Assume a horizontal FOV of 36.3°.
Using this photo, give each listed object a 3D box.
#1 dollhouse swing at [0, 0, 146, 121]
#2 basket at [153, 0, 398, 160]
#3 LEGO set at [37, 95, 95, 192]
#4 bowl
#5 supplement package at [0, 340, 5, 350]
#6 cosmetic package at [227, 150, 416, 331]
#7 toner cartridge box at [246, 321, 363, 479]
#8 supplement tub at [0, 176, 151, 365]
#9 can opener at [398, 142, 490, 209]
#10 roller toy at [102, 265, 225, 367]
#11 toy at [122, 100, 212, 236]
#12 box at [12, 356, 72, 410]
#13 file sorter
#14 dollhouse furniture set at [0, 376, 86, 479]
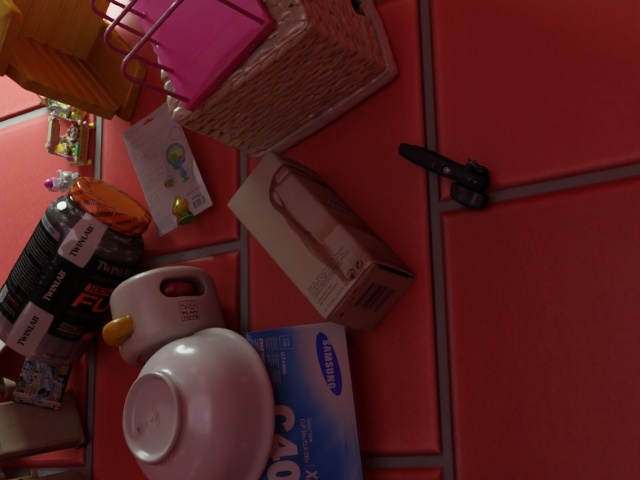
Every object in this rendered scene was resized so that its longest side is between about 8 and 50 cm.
[{"bbox_3d":[-0.486,-0.472,1.940,0.305,0.347,0.315,-52,56,15],"label":"dollhouse swing"},{"bbox_3d":[-0.102,-0.367,1.695,0.331,0.266,0.328,-31,64,28],"label":"basket"},{"bbox_3d":[-0.573,-0.252,2.102,0.132,0.107,0.287,-30,64,27],"label":"LEGO set"},{"bbox_3d":[-0.220,0.281,1.556,0.298,0.134,0.298,-10,75,42],"label":"bowl"},{"bbox_3d":[-0.760,0.219,2.053,0.149,0.194,0.203,41,110,-10],"label":"supplement package"},{"bbox_3d":[0.000,0.000,1.612,0.129,0.153,0.296,-52,57,13],"label":"cosmetic package"},{"bbox_3d":[-0.021,0.312,1.561,0.165,0.075,0.348,-8,73,1],"label":"toner cartridge box"},{"bbox_3d":[-0.484,0.058,1.909,0.207,0.207,0.338,41,105,34],"label":"supplement tub"},{"bbox_3d":[0.195,-0.115,1.553,0.186,0.059,0.073,34,101,35],"label":"can opener"},{"bbox_3d":[-0.272,0.144,1.745,0.191,0.209,0.146,-21,68,10],"label":"roller toy"},{"bbox_3d":[-0.291,-0.138,1.909,0.137,0.056,0.237,-30,69,23],"label":"toy"},{"bbox_3d":[-0.550,0.274,1.945,0.137,0.094,0.027,-89,16,-53],"label":"box"},{"bbox_3d":[-0.250,-0.393,1.528,0.202,0.182,0.291,-41,60,22],"label":"file sorter"},{"bbox_3d":[-0.624,0.455,2.022,0.355,0.173,0.303,-48,55,48],"label":"dollhouse furniture set"}]
